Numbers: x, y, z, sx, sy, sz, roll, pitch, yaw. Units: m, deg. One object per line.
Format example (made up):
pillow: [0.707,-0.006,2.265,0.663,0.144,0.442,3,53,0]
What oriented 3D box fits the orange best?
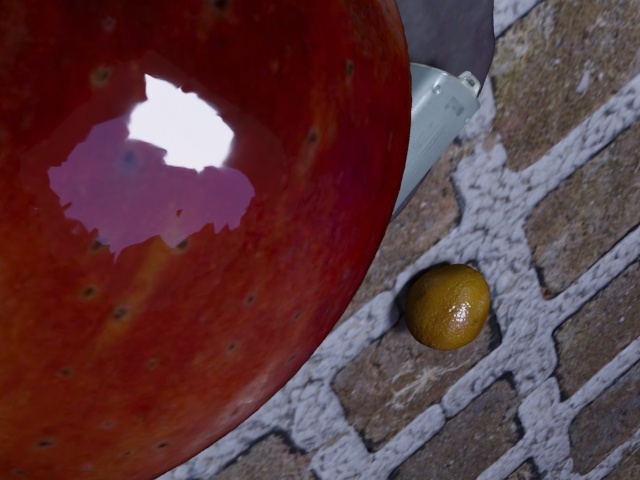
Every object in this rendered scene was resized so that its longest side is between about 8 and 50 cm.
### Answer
orange: [0.116,0.060,1.140,0.085,0.085,0.085,-28,143,-24]

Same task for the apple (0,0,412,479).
apple: [-0.163,-0.037,0.539,0.365,0.329,0.295,-45,158,27]

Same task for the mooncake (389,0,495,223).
mooncake: [-0.041,-0.119,0.713,0.306,0.154,0.306,-29,144,-23]

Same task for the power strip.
power strip: [0.000,0.000,0.722,0.253,0.027,0.060,-51,147,6]
